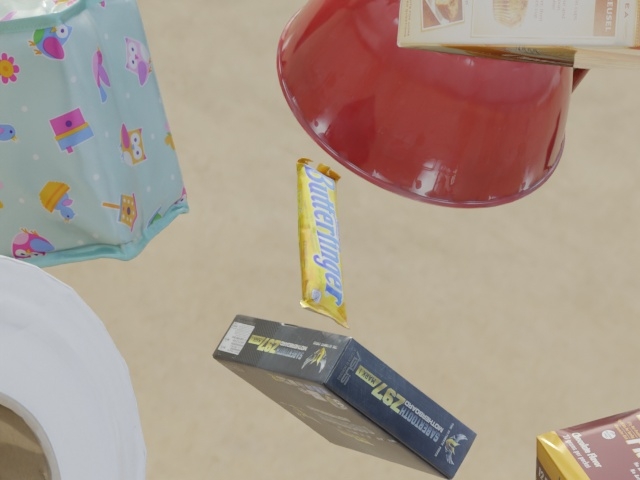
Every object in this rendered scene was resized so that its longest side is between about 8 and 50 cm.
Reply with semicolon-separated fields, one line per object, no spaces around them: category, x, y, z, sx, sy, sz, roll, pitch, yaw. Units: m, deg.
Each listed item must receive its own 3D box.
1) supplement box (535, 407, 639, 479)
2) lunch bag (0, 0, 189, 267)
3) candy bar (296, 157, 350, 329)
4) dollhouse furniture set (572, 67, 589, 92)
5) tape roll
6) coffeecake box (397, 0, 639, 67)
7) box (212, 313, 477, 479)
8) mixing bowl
supplement box;0.294;0.253;1.579;0.191;0.194;0.129;-13;36;-15
lunch bag;-0.266;-0.090;1.541;0.262;0.223;0.160;-5;20;27
candy bar;0.000;0.000;1.350;0.040;0.018;0.161;23;40;-24
dollhouse furniture set;0.137;-0.312;1.922;0.201;0.152;0.374;-11;56;-53
tape roll;-0.215;0.141;0.931;0.100;0.286;0.286;6;17;36
coffeecake box;0.152;-0.118;0.892;0.142;0.068;0.185;2;4;-39
box;0.020;0.154;1.848;0.183;0.059;0.232;38;-15;-28
mixing bowl;0.075;-0.118;1.065;0.181;0.098;0.181;12;46;-13
